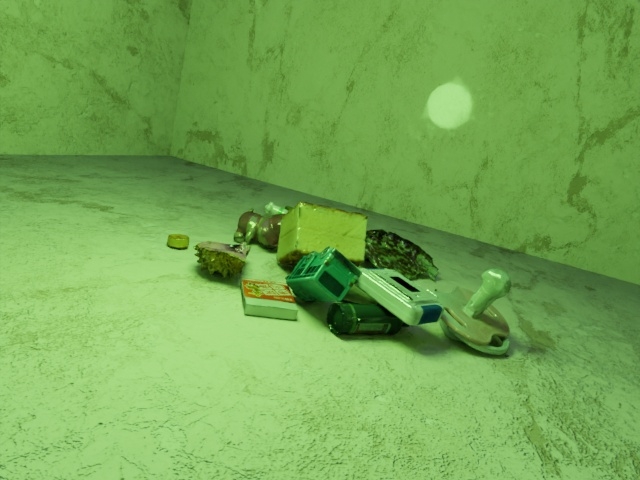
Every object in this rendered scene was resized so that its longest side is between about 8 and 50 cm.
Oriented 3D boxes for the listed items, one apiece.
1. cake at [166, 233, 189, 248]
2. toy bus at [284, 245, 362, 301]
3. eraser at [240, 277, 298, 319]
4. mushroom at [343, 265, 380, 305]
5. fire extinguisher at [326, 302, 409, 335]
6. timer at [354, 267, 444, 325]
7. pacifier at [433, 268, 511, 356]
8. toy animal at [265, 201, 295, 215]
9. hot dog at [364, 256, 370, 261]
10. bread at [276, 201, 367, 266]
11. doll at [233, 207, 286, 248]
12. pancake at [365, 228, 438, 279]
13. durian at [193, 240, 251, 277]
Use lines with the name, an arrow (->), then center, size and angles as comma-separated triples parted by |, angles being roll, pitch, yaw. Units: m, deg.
cake -> -0.537, 0.004, 1.873 | 0.084, 0.044, 0.084 | 11, 13, -3
toy bus -> -0.001, 0.115, 1.534 | 0.128, 0.147, 0.256 | 42, -22, -14
eraser -> -0.164, 0.176, 1.532 | 0.157, 0.038, 0.230 | 9, 14, -15
mushroom -> 0.118, 0.161, 1.691 | 0.350, 0.128, 0.128 | 28, 20, 35
fire extinguisher -> 0.169, 0.237, 1.483 | 0.295, 0.093, 0.118 | 6, -27, -28
timer -> 0.240, 0.159, 1.506 | 0.178, 0.078, 0.253 | 2, 25, -48
pacifier -> 0.500, 0.222, 1.603 | 0.221, 0.272, 0.332 | 3, 3, 43
toy animal -> -0.082, -0.074, 2.366 | 0.363, 0.180, 0.181 | 9, 5, 15
hot dog -> 0.248, 0.049, 2.286 | 0.213, 0.103, 0.146 | 22, 14, 20
bread -> 0.000, 0.000, 1.877 | 0.279, 0.206, 0.279 | 11, -17, -21
doll -> -0.233, -0.042, 2.123 | 0.256, 0.152, 0.196 | 2, 41, 23
pancake -> 0.329, 0.070, 2.192 | 0.427, 0.067, 0.304 | 1, 47, -37
durian -> -0.336, 0.063, 1.707 | 0.191, 0.112, 0.341 | 2, 7, -7
